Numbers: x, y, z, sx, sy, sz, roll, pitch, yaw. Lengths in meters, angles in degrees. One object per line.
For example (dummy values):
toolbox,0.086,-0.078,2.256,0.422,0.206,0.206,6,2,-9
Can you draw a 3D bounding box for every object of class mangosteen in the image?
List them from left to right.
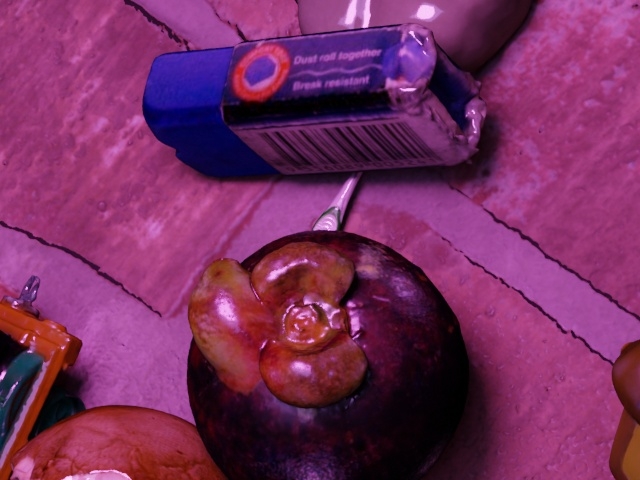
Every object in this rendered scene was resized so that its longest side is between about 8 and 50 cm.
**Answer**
mangosteen,0.001,0.121,1.772,0.288,0.288,0.288,-5,74,17

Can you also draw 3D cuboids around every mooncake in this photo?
mooncake,0.088,-0.288,1.937,0.275,0.135,0.275,-6,75,21

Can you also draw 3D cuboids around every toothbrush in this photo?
toothbrush,-0.001,0.000,1.944,0.030,0.030,0.304,30,87,23

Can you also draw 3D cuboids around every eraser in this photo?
eraser,-0.005,-0.134,1.892,0.332,0.155,0.101,-2,64,31

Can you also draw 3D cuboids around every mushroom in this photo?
mushroom,-0.189,0.294,1.874,0.233,0.301,0.208,19,39,24

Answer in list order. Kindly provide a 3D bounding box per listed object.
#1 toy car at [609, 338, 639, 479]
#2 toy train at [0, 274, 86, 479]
toy car,0.354,0.188,1.708,0.198,0.204,0.248,-44,67,28
toy train,-0.400,0.220,1.899,0.178,0.249,0.429,22,84,23
